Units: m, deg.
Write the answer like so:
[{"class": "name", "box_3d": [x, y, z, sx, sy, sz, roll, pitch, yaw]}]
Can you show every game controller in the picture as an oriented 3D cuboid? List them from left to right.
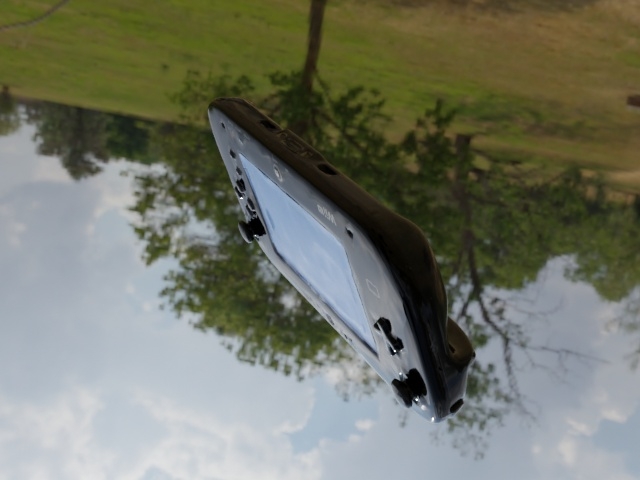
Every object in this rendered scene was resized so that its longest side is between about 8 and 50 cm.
[{"class": "game controller", "box_3d": [0.000, 0.000, 0.699, 0.319, 0.067, 0.166, 41, 164, 53]}]
